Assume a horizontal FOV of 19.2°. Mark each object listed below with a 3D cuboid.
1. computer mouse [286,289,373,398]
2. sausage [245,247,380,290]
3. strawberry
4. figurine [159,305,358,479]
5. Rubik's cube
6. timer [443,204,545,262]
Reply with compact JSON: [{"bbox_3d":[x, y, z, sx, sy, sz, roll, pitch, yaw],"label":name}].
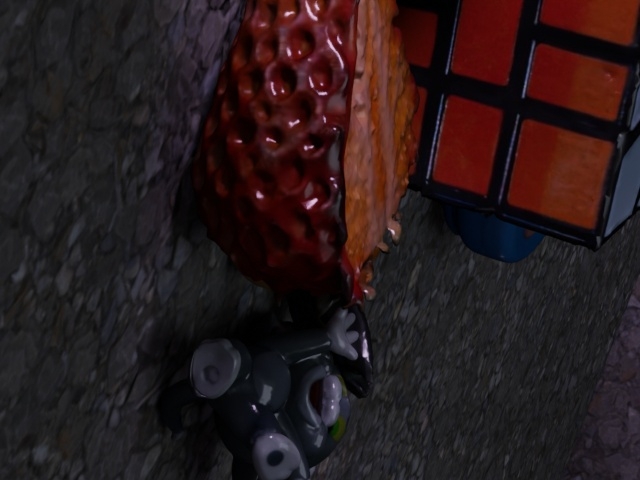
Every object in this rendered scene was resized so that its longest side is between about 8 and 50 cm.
[{"bbox_3d":[0.018,0.082,1.719,0.047,0.135,0.079,-21,150,-24],"label":"computer mouse"},{"bbox_3d":[0.000,0.000,1.683,0.234,0.071,0.071,-10,117,-68],"label":"sausage"},{"bbox_3d":[-0.022,-0.085,1.453,0.280,0.150,0.253,74,25,-49],"label":"strawberry"},{"bbox_3d":[-0.050,0.149,1.596,0.265,0.140,0.193,11,74,-58],"label":"figurine"},{"bbox_3d":[0.195,-0.191,1.719,0.288,0.283,0.294,-35,141,-58],"label":"Rubik's cube"},{"bbox_3d":[0.240,-0.161,2.110,0.309,0.115,0.340,-47,150,-47],"label":"timer"}]
